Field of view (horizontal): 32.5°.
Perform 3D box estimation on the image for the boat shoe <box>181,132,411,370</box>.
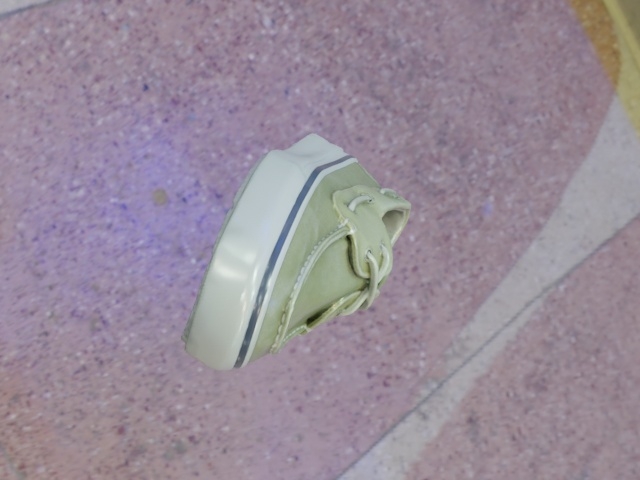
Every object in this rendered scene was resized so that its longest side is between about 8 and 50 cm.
[{"bbox_3d":[0.000,0.000,0.670,0.094,0.109,0.302,23,21,4],"label":"boat shoe"}]
